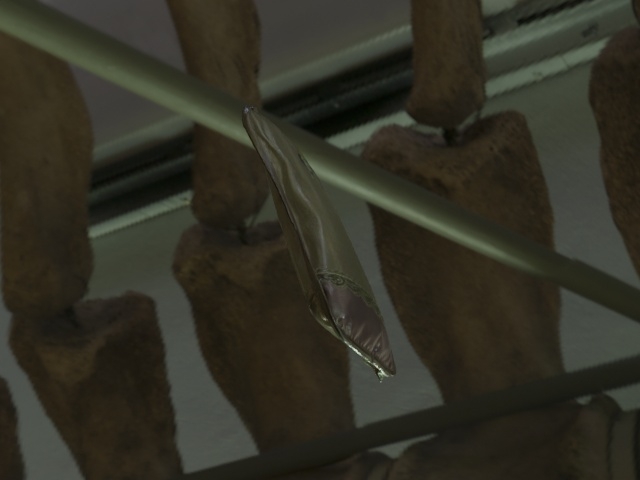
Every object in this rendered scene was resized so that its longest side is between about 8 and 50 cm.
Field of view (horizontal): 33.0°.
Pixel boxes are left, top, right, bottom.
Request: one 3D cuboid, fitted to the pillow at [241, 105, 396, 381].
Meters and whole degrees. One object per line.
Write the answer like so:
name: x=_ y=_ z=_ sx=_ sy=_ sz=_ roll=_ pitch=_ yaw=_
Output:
pillow: x=0.000 y=0.000 z=0.835 sx=0.038 sy=0.131 sz=0.232 roll=-31 pitch=-125 yaw=13
